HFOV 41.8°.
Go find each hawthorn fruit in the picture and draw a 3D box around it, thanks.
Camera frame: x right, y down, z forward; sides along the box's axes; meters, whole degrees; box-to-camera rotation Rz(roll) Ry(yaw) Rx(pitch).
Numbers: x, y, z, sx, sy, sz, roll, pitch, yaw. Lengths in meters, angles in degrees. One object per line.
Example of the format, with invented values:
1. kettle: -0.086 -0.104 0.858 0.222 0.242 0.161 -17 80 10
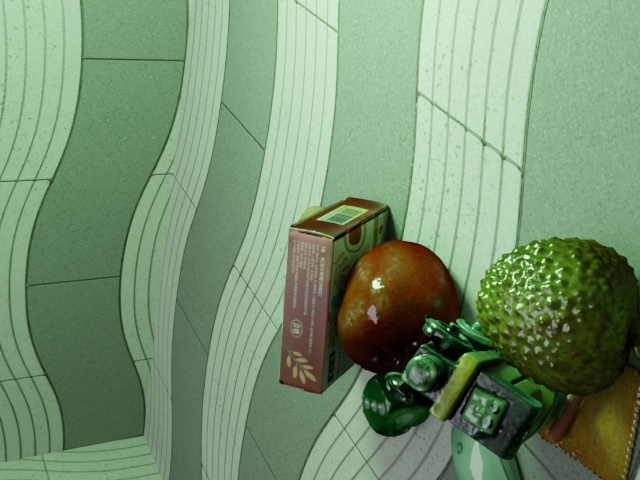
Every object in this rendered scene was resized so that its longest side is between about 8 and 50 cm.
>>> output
1. hawthorn fruit: 0.177 0.145 1.860 0.295 0.295 0.311 -16 57 61

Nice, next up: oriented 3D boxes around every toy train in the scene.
1. toy train: 0.285 0.257 1.497 0.253 0.397 0.160 35 100 23

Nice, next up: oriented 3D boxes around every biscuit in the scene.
1. biscuit: 0.492 0.306 1.549 0.232 0.013 0.237 32 121 57

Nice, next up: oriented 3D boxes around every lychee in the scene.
1. lychee: 0.417 0.125 1.395 0.320 0.270 0.270 11 104 56

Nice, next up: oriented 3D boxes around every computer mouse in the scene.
1. computer mouse: 0.344 0.510 1.767 0.159 0.097 0.288 -31 65 58

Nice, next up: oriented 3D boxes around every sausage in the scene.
1. sausage: 0.467 0.294 1.546 0.029 0.029 0.223 53 138 44

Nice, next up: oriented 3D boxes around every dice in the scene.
1. dice: 0.182 0.388 2.020 0.120 0.131 0.128 61 145 41

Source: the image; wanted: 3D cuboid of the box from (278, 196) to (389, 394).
1. box: 0.036 0.121 2.021 0.122 0.344 0.385 12 109 23

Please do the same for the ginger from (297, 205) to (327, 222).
1. ginger: 0.000 0.000 2.218 0.152 0.138 0.267 79 -161 -54
